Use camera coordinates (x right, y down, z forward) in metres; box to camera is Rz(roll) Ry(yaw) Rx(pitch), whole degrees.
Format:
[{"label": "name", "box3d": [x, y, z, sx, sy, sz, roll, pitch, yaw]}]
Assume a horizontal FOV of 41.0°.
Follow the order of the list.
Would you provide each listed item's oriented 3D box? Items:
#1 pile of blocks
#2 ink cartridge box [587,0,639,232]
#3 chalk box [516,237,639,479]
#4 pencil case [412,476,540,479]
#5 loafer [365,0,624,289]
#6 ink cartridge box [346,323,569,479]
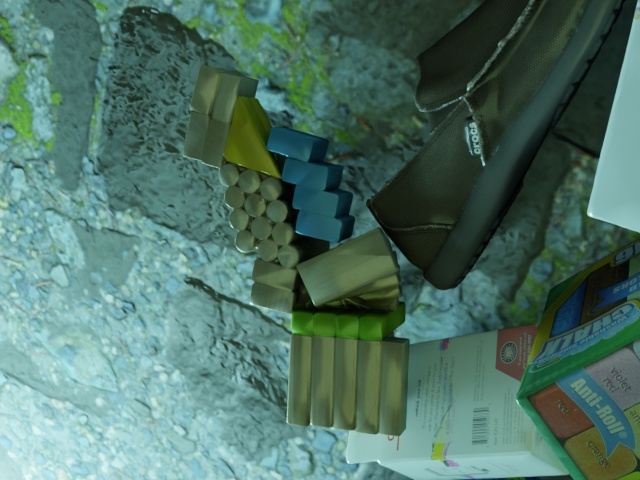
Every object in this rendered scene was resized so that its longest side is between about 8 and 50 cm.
[{"label": "pile of blocks", "box3d": [0.000, 0.000, 0.789, 0.149, 0.113, 0.362, -22, 89, 20]}, {"label": "ink cartridge box", "box3d": [0.329, -0.129, 0.549, 0.197, 0.198, 0.270, 23, 115, 36]}, {"label": "chalk box", "box3d": [0.273, 0.112, 0.624, 0.179, 0.289, 0.180, -35, 91, 27]}, {"label": "pencil case", "box3d": [0.095, 0.311, 0.855, 0.306, 0.119, 0.133, -34, 106, 27]}, {"label": "loafer", "box3d": [0.135, -0.128, 0.688, 0.130, 0.134, 0.365, 30, 115, 10]}, {"label": "ink cartridge box", "box3d": [0.122, 0.153, 0.778, 0.198, 0.115, 0.067, -15, 144, 39]}]
